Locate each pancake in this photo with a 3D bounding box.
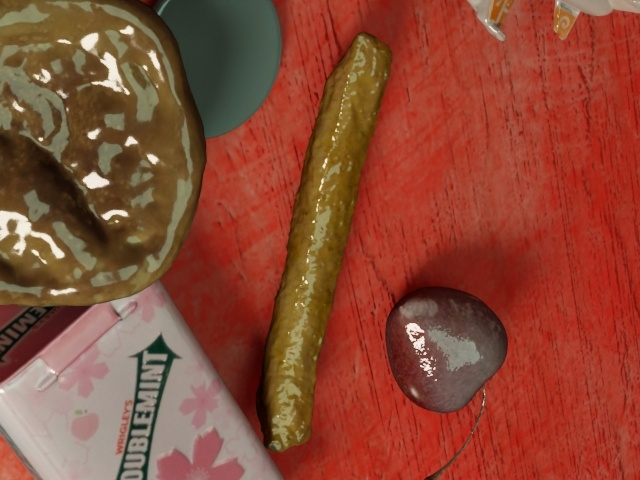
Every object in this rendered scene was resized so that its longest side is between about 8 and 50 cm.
[{"bbox_3d":[-0.231,-0.079,1.201,0.294,0.049,0.294,-2,98,-14],"label":"pancake"}]

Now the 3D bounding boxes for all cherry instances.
[{"bbox_3d":[0.108,0.133,1.560,0.188,0.115,0.148,-50,147,-6],"label":"cherry"}]

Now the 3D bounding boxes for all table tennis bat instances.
[{"bbox_3d":[-0.095,-0.205,1.341,0.149,0.038,0.237,-7,113,-34],"label":"table tennis bat"}]

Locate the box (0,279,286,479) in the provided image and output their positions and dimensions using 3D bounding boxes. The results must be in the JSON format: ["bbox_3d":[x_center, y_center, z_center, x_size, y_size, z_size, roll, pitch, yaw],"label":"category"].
[{"bbox_3d":[-0.163,0.188,1.377,0.190,0.112,0.369,-40,127,-20],"label":"box"}]

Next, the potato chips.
[{"bbox_3d":[0.000,0.000,1.456,0.057,0.080,0.407,9,99,-24],"label":"potato chips"}]

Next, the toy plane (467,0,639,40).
[{"bbox_3d":[0.230,-0.305,1.500,0.245,0.117,0.244,-14,115,-33],"label":"toy plane"}]
